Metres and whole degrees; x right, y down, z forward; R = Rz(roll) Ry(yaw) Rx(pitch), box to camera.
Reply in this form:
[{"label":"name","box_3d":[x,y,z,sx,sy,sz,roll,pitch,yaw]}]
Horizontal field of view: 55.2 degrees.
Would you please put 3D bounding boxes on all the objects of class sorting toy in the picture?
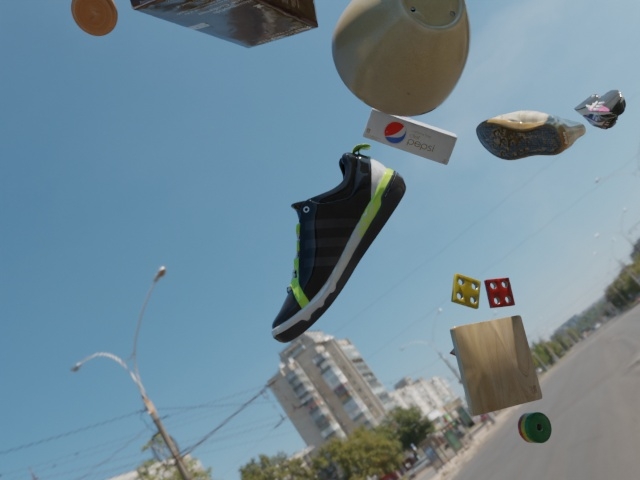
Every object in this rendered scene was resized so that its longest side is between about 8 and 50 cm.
[{"label":"sorting toy","box_3d":[0.262,0.184,0.954,0.132,0.275,0.046,-6,-13,-24]}]

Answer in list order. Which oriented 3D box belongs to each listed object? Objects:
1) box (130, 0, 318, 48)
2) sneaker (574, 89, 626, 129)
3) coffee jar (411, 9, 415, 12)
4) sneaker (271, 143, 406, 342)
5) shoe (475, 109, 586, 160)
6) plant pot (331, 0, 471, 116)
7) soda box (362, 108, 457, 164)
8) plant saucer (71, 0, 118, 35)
[{"label":"box","box_3d":[-0.175,-0.488,1.175,0.191,0.143,0.381,-7,4,27]},{"label":"sneaker","box_3d":[0.646,-0.288,1.378,0.072,0.077,0.178,-41,7,13]},{"label":"coffee jar","box_3d":[0.170,-0.382,1.243,0.096,0.185,0.079,-2,-25,8]},{"label":"sneaker","box_3d":[0.000,0.000,0.679,0.235,0.097,0.084,-56,-1,-8]},{"label":"shoe","box_3d":[0.348,-0.178,1.033,0.058,0.077,0.219,-30,21,-16]},{"label":"plant pot","box_3d":[0.181,-0.415,1.201,0.284,0.284,0.191,-30,-7,-19]},{"label":"soda box","box_3d":[0.216,-0.255,1.482,0.069,0.216,0.074,-64,-7,-72]},{"label":"plant saucer","box_3d":[-0.408,-0.411,1.103,0.083,0.083,0.013,-48,18,27]}]
